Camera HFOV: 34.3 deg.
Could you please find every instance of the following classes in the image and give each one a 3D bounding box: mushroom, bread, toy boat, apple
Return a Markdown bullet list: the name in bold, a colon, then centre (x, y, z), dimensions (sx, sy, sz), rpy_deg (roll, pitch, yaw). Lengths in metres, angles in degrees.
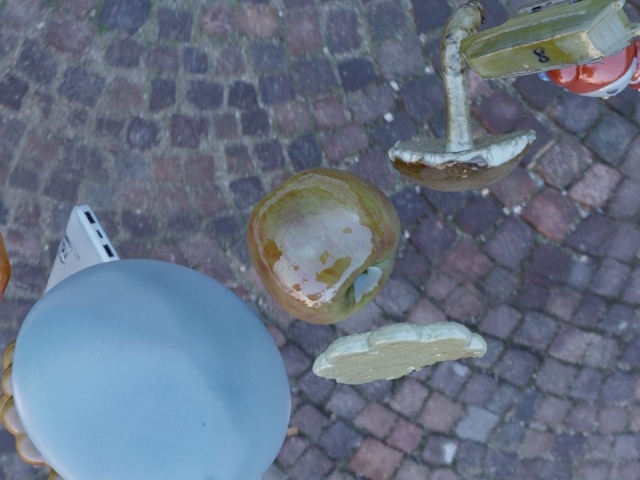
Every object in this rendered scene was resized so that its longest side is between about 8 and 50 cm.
- **mushroom**: centre (0.195, -0.210, 1.652), dimensions (0.233, 0.302, 0.208), rpy_deg (-8, 155, -42)
- **bread**: centre (0.103, 0.157, 1.485), dimensions (0.250, 0.039, 0.182), rpy_deg (-19, 152, 30)
- **toy boat**: centre (0.257, -0.237, 1.182), dimensions (0.068, 0.226, 0.088), rpy_deg (44, 59, -32)
- **apple**: centre (0.000, 0.000, 1.749), dimensions (0.264, 0.264, 0.264), rpy_deg (-2, 113, -5)

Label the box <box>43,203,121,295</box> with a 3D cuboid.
- **box**: centre (-0.398, 0.074, 1.715), dimensions (0.044, 0.142, 0.285), rpy_deg (-14, 151, -36)

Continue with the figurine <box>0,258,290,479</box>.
- **figurine**: centre (-0.135, 0.138, 0.910), dimensions (0.224, 0.382, 0.205), rpy_deg (37, 80, 6)

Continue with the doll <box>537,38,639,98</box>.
- **doll**: centre (0.443, -0.298, 1.694), dimensions (0.290, 0.161, 0.130), rpy_deg (3, 98, -15)

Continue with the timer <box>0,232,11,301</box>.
- **timer**: centre (-0.624, 0.067, 1.576), dimensions (0.250, 0.161, 0.257), rpy_deg (-8, 149, -35)
